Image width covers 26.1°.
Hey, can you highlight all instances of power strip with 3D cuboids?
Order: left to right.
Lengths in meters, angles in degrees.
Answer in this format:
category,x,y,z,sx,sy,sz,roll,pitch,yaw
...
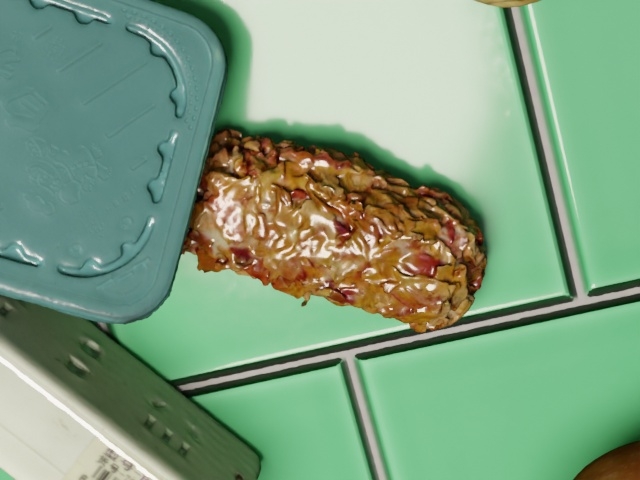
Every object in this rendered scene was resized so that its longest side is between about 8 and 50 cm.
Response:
category,x,y,z,sx,sy,sz,roll,pitch,yaw
power strip,-0.166,0.055,0.697,0.338,0.098,0.058,38,105,-5

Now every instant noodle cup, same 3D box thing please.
category,x,y,z,sx,sy,sz,roll,pitch,yaw
instant noodle cup,-0.146,-0.048,0.644,0.179,0.070,0.157,17,73,-16

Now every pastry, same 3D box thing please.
category,x,y,z,sx,sy,sz,roll,pitch,yaw
pastry,0.000,-0.003,0.680,0.169,0.063,0.087,13,109,2

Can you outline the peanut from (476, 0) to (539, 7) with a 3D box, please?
category,x,y,z,sx,sy,sz,roll,pitch,yaw
peanut,0.103,-0.214,0.595,0.103,0.098,0.229,13,105,-25

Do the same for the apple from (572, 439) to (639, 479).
category,x,y,z,sx,sy,sz,roll,pitch,yaw
apple,0.195,0.198,0.642,0.234,0.234,0.234,2,105,6
